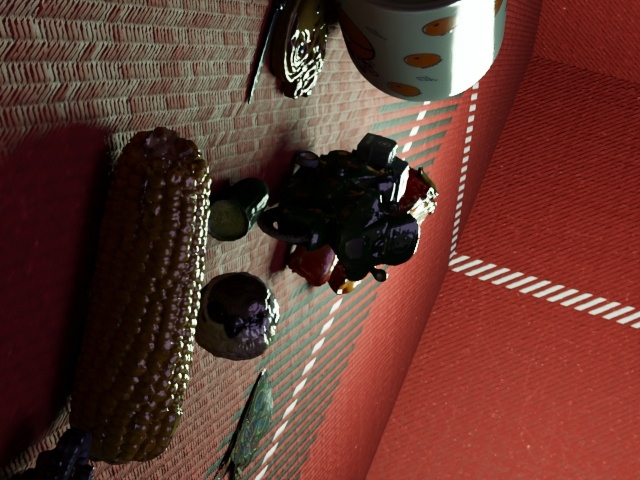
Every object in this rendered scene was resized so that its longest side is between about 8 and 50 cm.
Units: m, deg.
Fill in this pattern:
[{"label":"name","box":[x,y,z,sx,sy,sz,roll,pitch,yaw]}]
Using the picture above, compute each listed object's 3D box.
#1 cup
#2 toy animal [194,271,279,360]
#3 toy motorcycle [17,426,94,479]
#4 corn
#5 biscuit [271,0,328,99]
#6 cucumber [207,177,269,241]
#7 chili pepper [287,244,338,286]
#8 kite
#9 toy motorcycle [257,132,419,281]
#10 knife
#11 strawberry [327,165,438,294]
[{"label":"cup","box":[0.118,-0.297,1.358,0.317,0.212,0.212,62,47,-73]},{"label":"toy animal","box":[-0.089,0.070,1.258,0.137,0.098,0.098,-84,-175,-63]},{"label":"toy motorcycle","box":[-0.225,0.253,0.942,0.118,0.084,0.212,-69,175,-55]},{"label":"corn","box":[-0.144,0.052,0.967,0.106,0.106,0.293,-38,144,-68]},{"label":"biscuit","box":[-0.017,-0.224,1.303,0.175,0.026,0.124,71,39,-69]},{"label":"cucumber","box":[-0.083,-0.040,1.227,0.105,0.048,0.048,-56,159,-60]},{"label":"chili pepper","box":[0.000,0.000,1.583,0.070,0.073,0.123,28,78,-45]},{"label":"kite","box":[-0.123,0.320,1.618,0.152,0.015,0.285,87,21,-51]},{"label":"toy motorcycle","box":[0.045,-0.046,1.447,0.274,0.187,0.124,-54,157,-58]},{"label":"knife","box":[-0.049,-0.223,1.207,0.023,0.010,0.170,-9,117,-76]},{"label":"strawberry","box":[0.073,-0.028,1.817,0.236,0.111,0.190,-43,169,-17]}]
